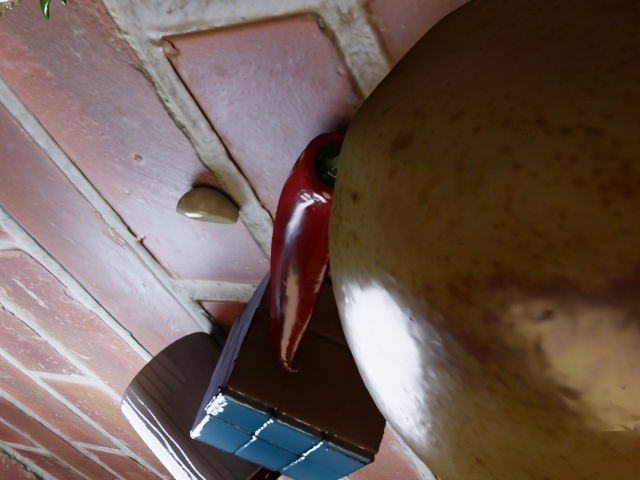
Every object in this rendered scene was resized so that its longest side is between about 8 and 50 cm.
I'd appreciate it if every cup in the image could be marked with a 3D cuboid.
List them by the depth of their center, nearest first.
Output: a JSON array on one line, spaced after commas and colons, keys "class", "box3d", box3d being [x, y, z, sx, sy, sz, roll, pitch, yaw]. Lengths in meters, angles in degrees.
[{"class": "cup", "box3d": [-0.158, 0.304, 1.243, 0.273, 0.288, 0.208, 41, 129, 18]}]

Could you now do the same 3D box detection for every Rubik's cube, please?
[{"class": "Rubik's cube", "box3d": [-0.033, 0.200, 1.044, 0.224, 0.221, 0.231, 26, 146, -7]}]

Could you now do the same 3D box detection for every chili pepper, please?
[{"class": "chili pepper", "box3d": [-0.002, -0.002, 0.825, 0.092, 0.137, 0.368, -4, 140, -15]}]

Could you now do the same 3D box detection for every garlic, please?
[{"class": "garlic", "box3d": [-0.146, -0.042, 0.931, 0.083, 0.041, 0.053, 15, 152, -3]}]

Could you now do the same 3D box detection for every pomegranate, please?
[{"class": "pomegranate", "box3d": [0.193, -0.007, 0.489, 0.416, 0.417, 0.417, 15, 146, 10]}]

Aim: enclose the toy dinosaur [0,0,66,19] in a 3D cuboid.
[{"class": "toy dinosaur", "box3d": [-0.315, -0.222, 0.629, 0.194, 0.177, 0.152, 56, 173, 32]}]
